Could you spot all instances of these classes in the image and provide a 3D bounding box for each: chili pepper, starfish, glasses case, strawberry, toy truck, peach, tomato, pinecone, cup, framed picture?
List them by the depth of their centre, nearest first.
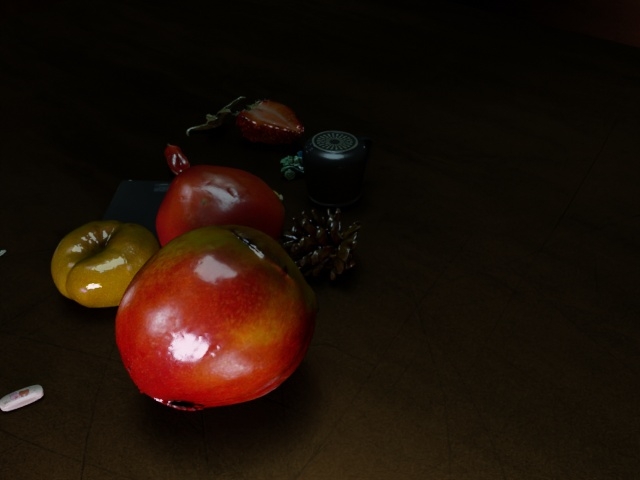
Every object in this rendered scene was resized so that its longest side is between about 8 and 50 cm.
[{"bbox_3d":[-0.196,0.154,1.489,0.370,0.369,0.370,-1,35,1],"label":"peach"},{"bbox_3d":[-0.583,0.307,1.538,0.083,0.021,0.032,-20,40,-24],"label":"glasses case"},{"bbox_3d":[-0.487,0.051,1.794,0.251,0.153,0.251,-1,27,1],"label":"peach"},{"bbox_3d":[-0.233,-0.046,1.809,0.299,0.226,0.298,-1,71,4],"label":"tomato"},{"bbox_3d":[0.002,0.003,1.839,0.195,0.149,0.179,-2,30,16],"label":"pinecone"},{"bbox_3d":[-0.441,-0.065,2.071,0.256,0.014,0.338,1,36,3],"label":"framed picture"},{"bbox_3d":[0.057,-0.195,2.095,0.223,0.176,0.169,-26,40,-35],"label":"cup"},{"bbox_3d":[-0.036,-0.224,2.224,0.154,0.078,0.080,-4,34,-3],"label":"toy truck"},{"bbox_3d":[-0.415,-0.232,2.274,0.059,0.050,0.191,-3,39,-31],"label":"chili pepper"},{"bbox_3d":[-0.137,-0.348,2.392,0.228,0.097,0.174,16,40,18],"label":"strawberry"},{"bbox_3d":[-0.320,-0.384,2.452,0.217,0.050,0.223,-42,22,-9],"label":"starfish"}]

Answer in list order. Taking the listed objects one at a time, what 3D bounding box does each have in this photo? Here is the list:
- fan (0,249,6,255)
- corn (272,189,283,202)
[{"bbox_3d":[-0.852,0.109,1.842,0.191,0.009,0.329,15,39,22],"label":"fan"},{"bbox_3d":[-0.194,-0.064,2.005,0.238,0.080,0.080,-27,42,-28],"label":"corn"}]
